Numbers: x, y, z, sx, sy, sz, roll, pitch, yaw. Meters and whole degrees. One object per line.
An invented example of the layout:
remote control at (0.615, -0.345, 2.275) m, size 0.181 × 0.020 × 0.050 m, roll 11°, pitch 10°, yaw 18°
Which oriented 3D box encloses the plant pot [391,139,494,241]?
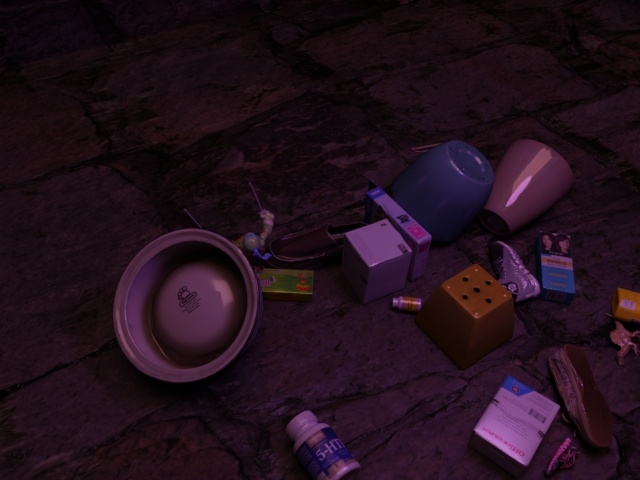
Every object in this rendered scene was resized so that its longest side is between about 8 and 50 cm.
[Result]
plant pot at (0.414, -0.180, 1.998) m, size 0.293 × 0.235 × 0.293 m, roll 19°, pitch 45°, yaw -20°

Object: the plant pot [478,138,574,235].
plant pot at (0.659, -0.153, 2.072) m, size 0.256 × 0.256 × 0.274 m, roll 35°, pitch 71°, yaw 26°

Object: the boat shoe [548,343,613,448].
boat shoe at (0.688, 0.419, 1.646) m, size 0.105 × 0.089 × 0.285 m, roll 18°, pitch 46°, yaw -22°

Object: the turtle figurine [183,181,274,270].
turtle figurine at (-0.243, -0.029, 1.852) m, size 0.275 × 0.266 × 0.198 m, roll 40°, pitch 70°, yaw 1°

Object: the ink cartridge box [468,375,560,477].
ink cartridge box at (0.491, 0.471, 1.575) m, size 0.148 × 0.085 × 0.203 m, roll 31°, pitch 54°, yaw 24°

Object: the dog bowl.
dog bowl at (-0.336, 0.180, 1.661) m, size 0.408 × 0.150 × 0.407 m, roll -3°, pitch 75°, yaw 13°

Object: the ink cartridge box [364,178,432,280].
ink cartridge box at (0.222, -0.036, 1.958) m, size 0.065 × 0.185 × 0.311 m, roll -24°, pitch 53°, yaw -20°

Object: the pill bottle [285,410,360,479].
pill bottle at (-0.001, 0.511, 1.498) m, size 0.112 × 0.112 × 0.186 m, roll -28°, pitch 55°, yaw -25°

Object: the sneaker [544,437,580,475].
sneaker at (0.606, 0.550, 1.543) m, size 0.119 × 0.047 × 0.057 m, roll -36°, pitch 70°, yaw -29°

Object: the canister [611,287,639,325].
canister at (0.962, 0.208, 1.834) m, size 0.170 × 0.073 × 0.126 m, roll 17°, pitch 28°, yaw 15°

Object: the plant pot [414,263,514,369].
plant pot at (0.424, 0.197, 1.755) m, size 0.212 × 0.187 × 0.212 m, roll -27°, pitch 55°, yaw -24°

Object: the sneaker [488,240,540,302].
sneaker at (0.564, 0.101, 1.921) m, size 0.132 × 0.086 × 0.228 m, roll -21°, pitch 53°, yaw -18°

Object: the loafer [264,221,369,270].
loafer at (0.000, 0.000, 1.952) m, size 0.366 × 0.130 × 0.133 m, roll -11°, pitch 49°, yaw -13°

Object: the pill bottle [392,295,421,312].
pill bottle at (0.257, 0.190, 1.849) m, size 0.083 × 0.043 × 0.043 m, roll 5°, pitch 48°, yaw 3°

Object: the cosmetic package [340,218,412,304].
cosmetic package at (0.165, 0.064, 1.866) m, size 0.152 × 0.183 × 0.151 m, roll -20°, pitch 51°, yaw -20°

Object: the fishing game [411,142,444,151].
fishing game at (0.458, -0.280, 2.293) m, size 0.189 × 0.041 × 0.264 m, roll -9°, pitch 49°, yaw -7°

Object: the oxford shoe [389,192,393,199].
oxford shoe at (0.282, -0.084, 2.068) m, size 0.083 × 0.096 × 0.227 m, roll -15°, pitch 52°, yaw -18°

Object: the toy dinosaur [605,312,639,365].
toy dinosaur at (0.887, 0.276, 1.796) m, size 0.093 × 0.053 × 0.183 m, roll 8°, pitch 48°, yaw 6°

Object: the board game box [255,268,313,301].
board game box at (-0.113, 0.135, 1.882) m, size 0.181 × 0.043 × 0.092 m, roll 2°, pitch 48°, yaw 0°

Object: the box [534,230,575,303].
box at (0.741, 0.082, 1.960) m, size 0.101 × 0.060 × 0.244 m, roll 10°, pitch 48°, yaw 6°
